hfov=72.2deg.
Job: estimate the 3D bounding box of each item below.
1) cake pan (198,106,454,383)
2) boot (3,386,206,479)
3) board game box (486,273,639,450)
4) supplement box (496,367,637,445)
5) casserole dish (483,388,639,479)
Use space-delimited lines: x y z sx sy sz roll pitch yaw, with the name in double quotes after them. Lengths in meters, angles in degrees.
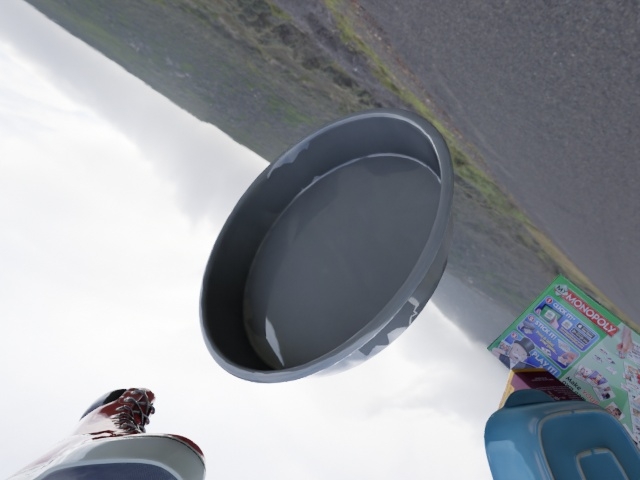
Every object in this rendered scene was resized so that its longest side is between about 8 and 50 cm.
0.000 0.000 0.428 0.054 0.293 0.293 40 -171 -38 "cake pan"
-0.190 0.197 0.445 0.088 0.244 0.176 64 -157 -11 "boot"
0.512 0.246 0.823 0.317 0.213 0.046 46 -161 28 "board game box"
0.388 0.307 0.715 0.081 0.104 0.188 4 -162 -19 "supplement box"
0.173 0.178 0.262 0.114 0.037 0.188 3 -126 -22 "casserole dish"
